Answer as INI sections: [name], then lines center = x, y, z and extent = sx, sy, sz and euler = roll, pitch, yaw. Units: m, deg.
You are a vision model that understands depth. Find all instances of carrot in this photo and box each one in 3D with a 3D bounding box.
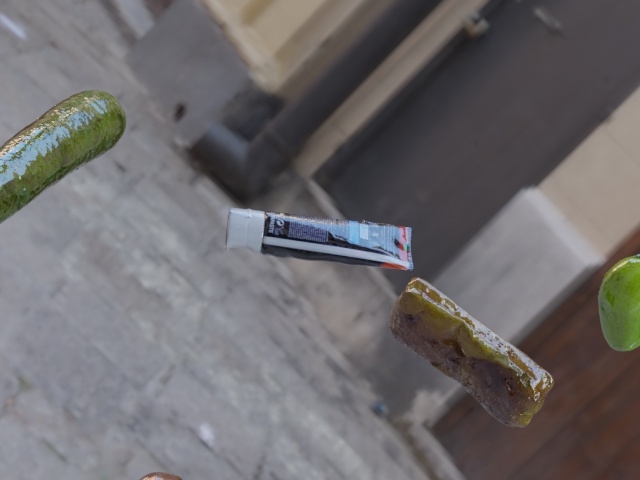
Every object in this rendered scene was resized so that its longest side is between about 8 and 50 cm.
[carrot]
center = -0.291, -0.078, 1.457
extent = 0.074, 0.074, 0.358
euler = 44, 27, -3

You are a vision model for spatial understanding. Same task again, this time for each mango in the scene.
[mango]
center = 0.301, 0.062, 1.398
extent = 0.073, 0.108, 0.056
euler = -22, 45, -35

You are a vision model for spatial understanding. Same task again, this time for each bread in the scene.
[bread]
center = 0.223, 0.169, 2.191
extent = 0.271, 0.077, 0.139
euler = 39, -31, 16

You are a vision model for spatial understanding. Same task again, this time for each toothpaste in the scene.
[toothpaste]
center = 0.000, 0.000, 1.492
extent = 0.193, 0.045, 0.071
euler = 6, 38, -5

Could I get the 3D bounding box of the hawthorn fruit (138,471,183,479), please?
[hawthorn fruit]
center = -0.162, 0.274, 1.468
extent = 0.067, 0.067, 0.103
euler = 43, 7, -9
